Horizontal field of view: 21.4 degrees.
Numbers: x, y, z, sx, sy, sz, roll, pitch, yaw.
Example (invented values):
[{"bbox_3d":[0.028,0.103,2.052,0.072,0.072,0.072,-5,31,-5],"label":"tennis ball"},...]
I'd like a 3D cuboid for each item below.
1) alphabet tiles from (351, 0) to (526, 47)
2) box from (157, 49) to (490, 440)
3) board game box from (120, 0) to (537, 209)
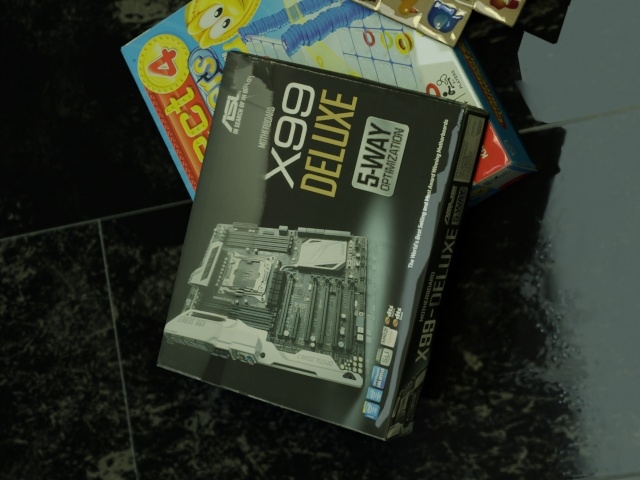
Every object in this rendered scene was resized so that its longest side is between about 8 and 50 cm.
[{"bbox_3d":[0.096,-0.296,1.558,0.237,0.009,0.198,26,84,9],"label":"alphabet tiles"},{"bbox_3d":[0.000,0.000,1.547,0.242,0.076,0.307,16,96,23],"label":"box"},{"bbox_3d":[0.002,-0.129,1.636,0.302,0.086,0.308,-31,78,20],"label":"board game box"}]
